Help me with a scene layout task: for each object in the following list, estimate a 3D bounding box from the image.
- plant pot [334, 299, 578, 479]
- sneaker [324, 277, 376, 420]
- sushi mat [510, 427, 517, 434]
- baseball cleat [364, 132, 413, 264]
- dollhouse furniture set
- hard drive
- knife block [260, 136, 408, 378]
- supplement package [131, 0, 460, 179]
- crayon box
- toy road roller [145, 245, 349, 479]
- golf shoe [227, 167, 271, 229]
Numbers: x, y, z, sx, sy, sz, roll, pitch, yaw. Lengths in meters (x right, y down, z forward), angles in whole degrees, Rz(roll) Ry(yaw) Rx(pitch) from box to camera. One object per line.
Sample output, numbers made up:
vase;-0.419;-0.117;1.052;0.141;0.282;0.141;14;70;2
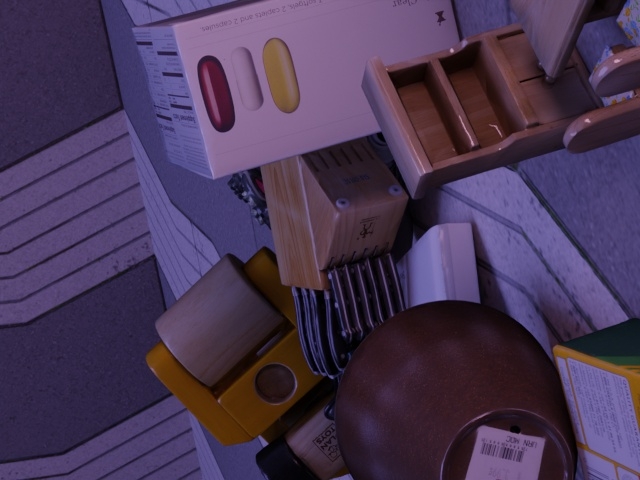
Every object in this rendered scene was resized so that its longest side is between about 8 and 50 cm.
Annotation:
plant pot;0.132;0.171;1.287;0.230;0.215;0.215;-142;37;-82
sneaker;0.037;0.089;1.781;0.101;0.106;0.267;83;177;-69
sushi mat;0.159;0.194;1.677;0.316;0.019;0.151;-127;25;-52
baseball cleat;0.061;-0.068;1.636;0.109;0.072;0.206;176;76;-75
dollhouse furniture set;0.137;-0.150;1.077;0.242;0.161;0.212;103;147;-63
hard drive;0.126;0.182;1.556;0.233;0.047;0.353;126;141;-72
knife block;0.000;0.000;1.630;0.275;0.088;0.242;56;145;33
supplement package;-0.021;-0.167;1.443;0.204;0.262;0.145;-156;50;-71
crayon box;0.288;0.181;1.057;0.323;0.083;0.203;-162;56;-73
toy road roller;-0.050;0.165;1.944;0.329;0.202;0.240;47;-174;-8
golf shoe;0.004;-0.012;1.880;0.273;0.120;0.105;55;169;-30
